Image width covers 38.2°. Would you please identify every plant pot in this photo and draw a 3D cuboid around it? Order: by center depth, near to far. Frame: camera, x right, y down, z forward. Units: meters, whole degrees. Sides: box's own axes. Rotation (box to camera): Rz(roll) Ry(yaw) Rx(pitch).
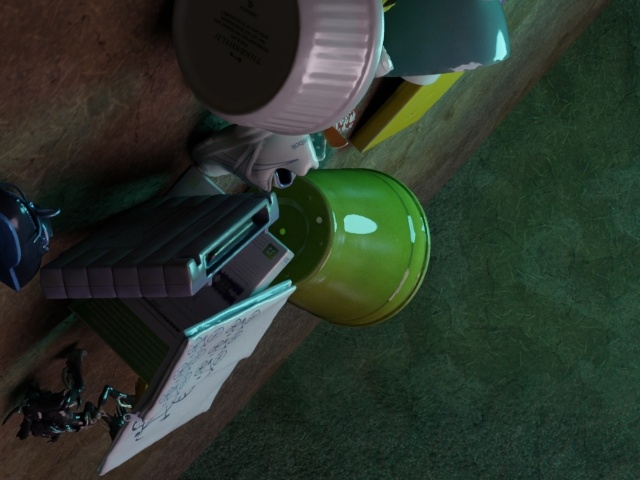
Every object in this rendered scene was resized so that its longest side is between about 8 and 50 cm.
[{"bbox_3d":[0.169,-0.402,1.553,0.290,0.290,0.195,-33,124,-49],"label":"plant pot"},{"bbox_3d":[0.000,0.000,1.961,0.366,0.366,0.353,-52,155,13],"label":"plant pot"}]

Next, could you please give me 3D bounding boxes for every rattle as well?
[{"bbox_3d":[-0.013,-0.218,1.528,0.130,0.199,0.143,-45,170,1],"label":"rattle"}]

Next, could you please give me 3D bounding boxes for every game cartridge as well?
[{"bbox_3d":[-0.222,0.003,1.351,0.355,0.230,0.068,-48,129,-65],"label":"game cartridge"},{"bbox_3d":[0.240,-0.357,2.166,0.285,0.053,0.324,-34,170,-48],"label":"game cartridge"}]

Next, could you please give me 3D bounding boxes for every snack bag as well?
[{"bbox_3d":[-0.202,0.227,1.512,0.342,0.037,0.323,-55,166,26],"label":"snack bag"}]

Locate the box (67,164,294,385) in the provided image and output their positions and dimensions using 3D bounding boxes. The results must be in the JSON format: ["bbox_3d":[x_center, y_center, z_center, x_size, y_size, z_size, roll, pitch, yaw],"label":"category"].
[{"bbox_3d":[-0.234,0.068,1.549,0.322,0.232,0.058,-48,165,-2],"label":"box"}]

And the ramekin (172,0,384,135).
[{"bbox_3d":[-0.065,-0.262,1.138,0.127,0.273,0.273,-12,143,-51],"label":"ramekin"}]

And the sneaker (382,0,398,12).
[{"bbox_3d":[-0.036,-0.326,1.299,0.384,0.147,0.145,-33,163,26],"label":"sneaker"}]

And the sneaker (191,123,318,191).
[{"bbox_3d":[-0.110,-0.131,1.473,0.111,0.129,0.297,-32,-170,-29],"label":"sneaker"}]

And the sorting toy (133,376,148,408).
[{"bbox_3d":[-0.283,0.162,1.753,0.229,0.041,0.307,5,93,-76],"label":"sorting toy"}]

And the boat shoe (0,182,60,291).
[{"bbox_3d":[-0.386,-0.019,1.155,0.089,0.109,0.258,-51,-175,-24],"label":"boat shoe"}]

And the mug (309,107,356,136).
[{"bbox_3d":[0.005,-0.243,1.726,0.150,0.113,0.169,-54,169,27],"label":"mug"}]

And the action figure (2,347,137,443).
[{"bbox_3d":[-0.457,0.295,1.696,0.164,0.141,0.275,-46,143,22],"label":"action figure"}]

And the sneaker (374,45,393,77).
[{"bbox_3d":[0.012,-0.282,1.396,0.095,0.235,0.090,-43,134,-17],"label":"sneaker"}]

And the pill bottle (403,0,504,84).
[{"bbox_3d":[0.243,-0.446,1.773,0.169,0.169,0.301,-37,167,-42],"label":"pill bottle"}]
